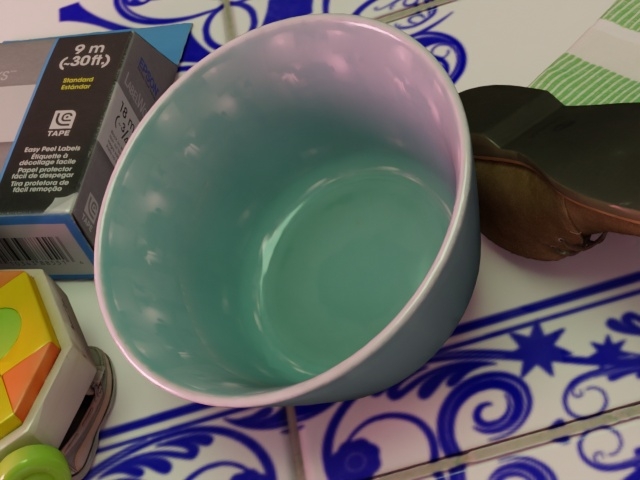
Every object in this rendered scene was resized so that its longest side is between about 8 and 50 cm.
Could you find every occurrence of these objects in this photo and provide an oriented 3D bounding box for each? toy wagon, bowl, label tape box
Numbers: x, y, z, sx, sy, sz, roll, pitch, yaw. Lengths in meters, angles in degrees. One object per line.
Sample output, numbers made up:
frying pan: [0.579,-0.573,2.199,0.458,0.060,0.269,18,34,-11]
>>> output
toy wagon: [-0.344,0.165,1.052,0.344,0.068,0.267,-34,41,-1]
bowl: [0.000,0.000,0.990,0.311,0.163,0.312,-13,61,25]
label tape box: [-0.285,-0.122,1.261,0.240,0.106,0.334,-2,53,18]

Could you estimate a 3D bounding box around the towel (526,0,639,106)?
towel: [0.311,-0.154,1.075,0.325,0.038,0.248,-45,40,-12]

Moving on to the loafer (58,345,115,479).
loafer: [-0.200,0.137,1.064,0.045,0.039,0.125,-7,51,16]

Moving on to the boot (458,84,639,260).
boot: [0.201,-0.036,0.961,0.112,0.115,0.305,-28,27,-21]
